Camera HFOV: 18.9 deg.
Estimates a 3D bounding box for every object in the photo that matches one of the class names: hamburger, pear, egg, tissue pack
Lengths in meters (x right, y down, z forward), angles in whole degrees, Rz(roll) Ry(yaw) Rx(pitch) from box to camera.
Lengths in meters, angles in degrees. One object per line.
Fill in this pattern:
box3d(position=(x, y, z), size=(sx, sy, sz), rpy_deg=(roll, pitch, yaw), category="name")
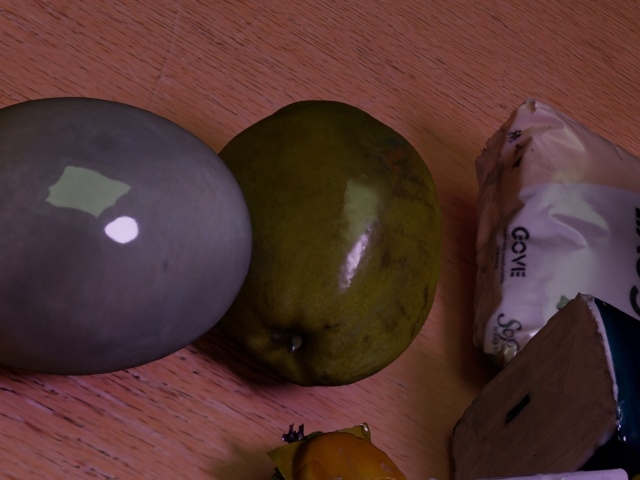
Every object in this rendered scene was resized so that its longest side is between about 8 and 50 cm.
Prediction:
box3d(position=(0.017, 0.258, 1.840), size=(0.189, 0.093, 0.164), rpy_deg=(7, 44, -42), category="hamburger")
box3d(position=(0.000, 0.000, 1.988), size=(0.269, 0.269, 0.321), rpy_deg=(28, 46, -18), category="pear")
box3d(position=(-0.220, -0.004, 1.761), size=(0.352, 0.258, 0.258), rpy_deg=(3, 49, -40), category="egg")
box3d(position=(0.376, 0.277, 2.025), size=(0.416, 0.264, 0.253), rpy_deg=(27, 32, -22), category="tissue pack")
box3d(position=(0.340, 0.051, 2.325), size=(0.390, 0.195, 0.376), rpy_deg=(20, 51, -28), category="tissue pack")

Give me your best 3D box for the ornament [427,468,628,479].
box3d(position=(0.109, 0.324, 1.651), size=(0.239, 0.240, 0.240), rpy_deg=(3, 80, -43), category="ornament")
